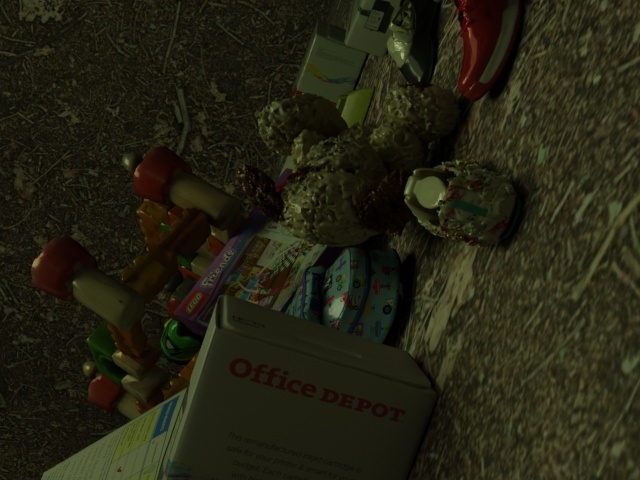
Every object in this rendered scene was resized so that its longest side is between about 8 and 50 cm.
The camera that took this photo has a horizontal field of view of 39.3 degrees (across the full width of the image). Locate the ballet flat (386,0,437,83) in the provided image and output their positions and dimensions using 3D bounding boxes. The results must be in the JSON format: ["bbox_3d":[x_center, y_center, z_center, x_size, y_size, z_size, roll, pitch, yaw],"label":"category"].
[{"bbox_3d":[0.135,-0.305,1.360,0.074,0.074,0.203,118,166,-50],"label":"ballet flat"}]

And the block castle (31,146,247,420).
[{"bbox_3d":[-0.275,0.087,1.447,0.303,0.213,0.453,-49,-23,-28],"label":"block castle"}]

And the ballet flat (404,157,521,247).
[{"bbox_3d":[0.125,-0.045,0.882,0.241,0.077,0.091,-156,83,-82],"label":"ballet flat"}]

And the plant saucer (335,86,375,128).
[{"bbox_3d":[0.048,-0.231,1.844,0.188,0.045,0.188,-129,56,-80],"label":"plant saucer"}]

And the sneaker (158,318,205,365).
[{"bbox_3d":[-0.161,0.132,1.791,0.344,0.134,0.146,-36,-3,-21],"label":"sneaker"}]

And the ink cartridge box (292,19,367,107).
[{"bbox_3d":[0.021,-0.393,2.057,0.128,0.128,0.176,-87,16,-61],"label":"ink cartridge box"}]

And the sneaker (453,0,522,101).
[{"bbox_3d":[0.153,-0.268,0.976,0.087,0.128,0.221,136,152,-74],"label":"sneaker"}]

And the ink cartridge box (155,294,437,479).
[{"bbox_3d":[-0.045,0.237,0.901,0.131,0.226,0.306,-125,54,-78],"label":"ink cartridge box"}]

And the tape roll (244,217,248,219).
[{"bbox_3d":[-0.150,0.065,1.921,0.072,0.219,0.219,141,145,-75],"label":"tape roll"}]

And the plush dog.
[{"bbox_3d":[0.032,-0.066,1.083,0.225,0.263,0.210,-46,-50,-56],"label":"plush dog"}]

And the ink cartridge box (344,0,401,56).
[{"bbox_3d":[0.125,-0.480,1.713,0.208,0.087,0.153,118,166,-47],"label":"ink cartridge box"}]

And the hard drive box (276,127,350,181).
[{"bbox_3d":[-0.024,-0.084,1.643,0.181,0.089,0.232,-31,33,58],"label":"hard drive box"}]

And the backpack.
[{"bbox_3d":[0.030,0.085,1.098,0.158,0.117,0.173,-84,17,-50],"label":"backpack"}]

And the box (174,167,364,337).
[{"bbox_3d":[-0.056,0.028,1.291,0.201,0.057,0.293,15,62,48],"label":"box"}]

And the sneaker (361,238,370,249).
[{"bbox_3d":[0.017,-0.034,1.469,0.283,0.107,0.124,-83,8,-50],"label":"sneaker"}]

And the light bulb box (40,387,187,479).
[{"bbox_3d":[-0.236,0.439,1.227,0.361,0.225,0.357,-32,27,22],"label":"light bulb box"}]
